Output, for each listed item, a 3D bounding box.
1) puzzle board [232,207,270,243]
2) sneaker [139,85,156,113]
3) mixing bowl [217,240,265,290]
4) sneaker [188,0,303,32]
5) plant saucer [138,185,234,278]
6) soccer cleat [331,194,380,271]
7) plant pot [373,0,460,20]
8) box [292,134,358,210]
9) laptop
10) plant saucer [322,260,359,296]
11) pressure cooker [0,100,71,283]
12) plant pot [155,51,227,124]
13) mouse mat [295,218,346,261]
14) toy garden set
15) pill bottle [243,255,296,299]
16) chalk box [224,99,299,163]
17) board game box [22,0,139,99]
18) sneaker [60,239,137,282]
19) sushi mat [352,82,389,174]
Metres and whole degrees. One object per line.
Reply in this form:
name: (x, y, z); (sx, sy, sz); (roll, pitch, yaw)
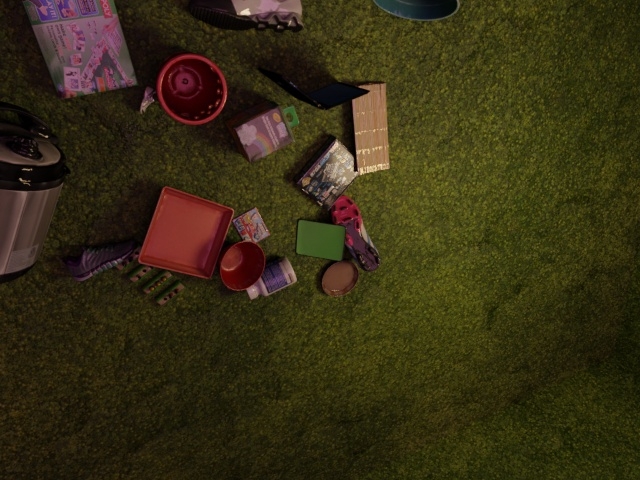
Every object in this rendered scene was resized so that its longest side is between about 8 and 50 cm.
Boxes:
puzzle board: (-0.250, -0.046, 1.700); (0.096, 0.011, 0.128); (-30, 124, -9)
sneaker: (-0.510, -0.412, 1.384); (0.037, 0.032, 0.083); (16, 108, -30)
mixing bowl: (-0.299, 0.078, 1.674); (0.182, 0.098, 0.181); (-14, 113, -36)
sneaker: (-0.214, -0.692, 1.347); (0.331, 0.122, 0.146); (-5, 98, -22)
plant saucer: (-0.448, -0.023, 1.560); (0.259, 0.048, 0.258); (19, 91, -37)
soccer cleat: (0.125, -0.024, 1.835); (0.116, 0.143, 0.331); (-27, 99, -4)
plant pot: (0.312, -0.855, 1.425); (0.272, 0.272, 0.255); (9, 95, -28)
box: (0.032, -0.244, 1.708); (0.175, 0.051, 0.220); (38, 95, -34)
laptop: (-0.024, -0.496, 1.447); (0.264, 0.234, 0.136); (29, 99, -33)
plant saucer: (0.079, 0.153, 1.942); (0.169, 0.029, 0.168); (-10, 117, -20)
pressure cooker: (-0.847, -0.146, 1.160); (0.376, 0.370, 0.420); (16, 111, -34)
plant pot: (-0.380, -0.443, 1.343); (0.191, 0.174, 0.191); (-11, 118, -21)
mouse mat: (0.000, 0.000, 1.781); (0.190, 0.007, 0.152); (10, 115, 9)
toy garden set: (-0.545, 0.099, 1.612); (0.204, 0.049, 0.244); (-39, 124, -3)
pill bottle: (-0.195, 0.145, 1.760); (0.187, 0.112, 0.112); (-25, 122, -12)
chalk box: (-0.175, -0.364, 1.506); (0.213, 0.132, 0.132); (-29, 122, -11)
board game box: (-0.640, -0.556, 1.244); (0.214, 0.046, 0.317); (-17, 120, -17)
sneaker: (-0.705, 0.043, 1.493); (0.224, 0.083, 0.098); (-31, 118, -8)
sushi mat: (0.184, -0.402, 1.686); (0.152, 0.019, 0.316); (-17, 114, -25)
